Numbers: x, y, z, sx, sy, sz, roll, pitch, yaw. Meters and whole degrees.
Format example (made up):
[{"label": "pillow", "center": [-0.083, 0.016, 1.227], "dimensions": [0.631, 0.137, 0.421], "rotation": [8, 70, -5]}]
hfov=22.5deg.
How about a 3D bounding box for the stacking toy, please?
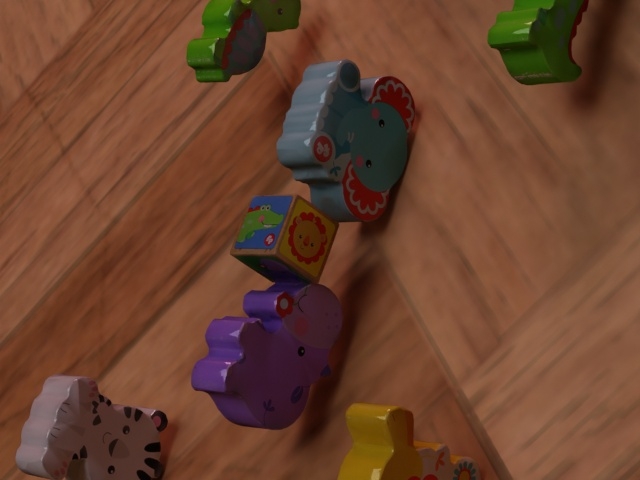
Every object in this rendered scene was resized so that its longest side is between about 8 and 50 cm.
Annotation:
[{"label": "stacking toy", "center": [0.000, 0.000, 0.532], "dimensions": [0.167, 0.052, 0.221], "rotation": [2, 65, 46]}]
